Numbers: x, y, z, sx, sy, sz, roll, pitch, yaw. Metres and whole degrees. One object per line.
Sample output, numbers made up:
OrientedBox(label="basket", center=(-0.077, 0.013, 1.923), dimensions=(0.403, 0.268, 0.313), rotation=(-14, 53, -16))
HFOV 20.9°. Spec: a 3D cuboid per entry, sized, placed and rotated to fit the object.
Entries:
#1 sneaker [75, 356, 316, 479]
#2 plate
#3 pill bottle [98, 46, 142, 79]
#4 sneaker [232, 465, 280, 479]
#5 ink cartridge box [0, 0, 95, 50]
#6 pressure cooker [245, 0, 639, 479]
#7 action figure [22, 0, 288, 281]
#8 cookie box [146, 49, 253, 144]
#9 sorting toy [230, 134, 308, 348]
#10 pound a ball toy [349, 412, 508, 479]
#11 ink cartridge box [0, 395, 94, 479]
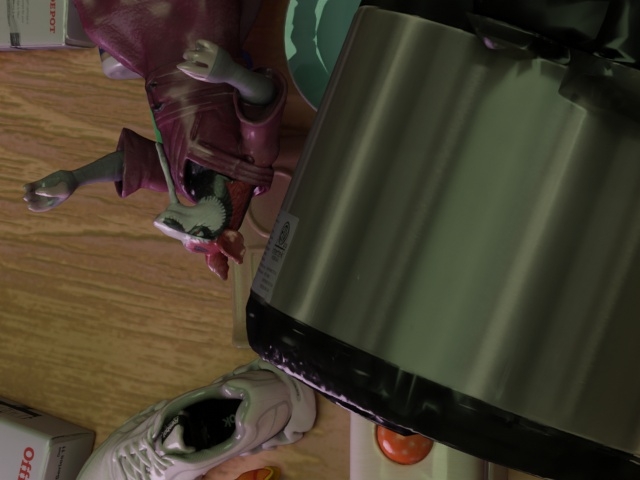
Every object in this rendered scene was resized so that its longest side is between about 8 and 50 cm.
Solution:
OrientedBox(label="sneaker", center=(-0.147, 0.203, 1.709), dimensions=(0.292, 0.118, 0.110), rotation=(-34, 78, 24))
OrientedBox(label="plate", center=(0.052, -0.199, 1.660), dimensions=(0.188, 0.024, 0.188), rotation=(0, 91, 27))
OrientedBox(label="pill bottle", center=(-0.187, -0.254, 1.736), dimensions=(0.094, 0.094, 0.169), rotation=(-14, 84, 25))
OrientedBox(label="sneaker", center=(-0.033, 0.303, 1.684), dimensions=(0.067, 0.064, 0.175), rotation=(-26, 82, 14))
OrientedBox(label="ink cartridge box", center=(-0.309, -0.253, 1.812), dimensions=(0.150, 0.063, 0.109), rotation=(2, 91, 25))
OrientedBox(label="pressure cooker", center=(0.169, -0.050, 1.331), dimensions=(0.370, 0.375, 0.420), rotation=(21, 92, 40))
OrientedBox(label="action figure", center=(-0.119, -0.144, 1.622), dimensions=(0.248, 0.275, 0.370), rotation=(-15, 86, 34))
OrientedBox(label="cookie box", center=(-0.113, -0.131, 1.720), dimensions=(0.107, 0.040, 0.092), rotation=(-25, 64, 23))
OrientedBox(label="sorting toy", center=(0.000, 0.000, 1.683), dimensions=(0.193, 0.038, 0.208), rotation=(-3, 84, 26))
OrientedBox(label="pound a ball toy", center=(0.127, 0.226, 1.564), dimensions=(0.208, 0.135, 0.319), rotation=(2, 92, 26))
OrientedBox(label="ink cartridge box", center=(-0.355, 0.244, 1.824), dimensions=(0.208, 0.087, 0.153), rotation=(17, 98, 26))
